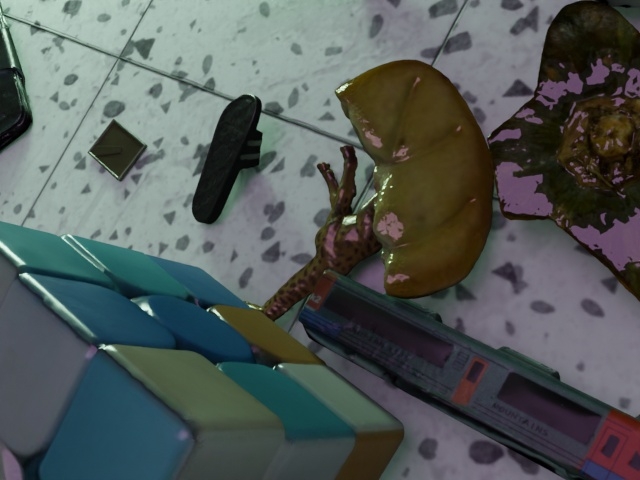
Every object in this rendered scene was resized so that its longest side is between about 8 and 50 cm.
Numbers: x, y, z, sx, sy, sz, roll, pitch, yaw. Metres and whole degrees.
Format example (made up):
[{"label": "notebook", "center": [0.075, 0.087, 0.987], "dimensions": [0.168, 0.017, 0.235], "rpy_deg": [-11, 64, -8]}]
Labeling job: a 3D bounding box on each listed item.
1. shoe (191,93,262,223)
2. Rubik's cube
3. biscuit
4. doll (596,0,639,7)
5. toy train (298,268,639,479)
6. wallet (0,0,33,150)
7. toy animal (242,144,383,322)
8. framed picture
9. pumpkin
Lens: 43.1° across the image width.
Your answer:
[{"label": "shoe", "center": [-0.111, -0.103, 1.049], "dimensions": [0.071, 0.049, 0.179], "rpy_deg": [36, 108, 44]}, {"label": "Rubik's cube", "center": [-0.192, 0.222, 0.763], "dimensions": [0.346, 0.344, 0.347], "rpy_deg": [34, 97, 31]}, {"label": "biscuit", "center": [0.114, -0.079, 0.889], "dimensions": [0.154, 0.045, 0.299], "rpy_deg": [-9, 62, -7]}, {"label": "doll", "center": [0.325, -0.333, 0.875], "dimensions": [0.110, 0.107, 0.181], "rpy_deg": [8, 79, -9]}, {"label": "toy train", "center": [0.162, 0.141, 0.788], "dimensions": [0.409, 0.086, 0.089], "rpy_deg": [24, 81, 32]}, {"label": "wallet", "center": [-0.573, -0.271, 1.347], "dimensions": [0.172, 0.045, 0.318], "rpy_deg": [-32, 61, 15]}, {"label": "toy animal", "center": [0.007, 0.004, 0.942], "dimensions": [0.149, 0.054, 0.275], "rpy_deg": [23, 84, 34]}, {"label": "framed picture", "center": [-0.295, -0.132, 1.173], "dimensions": [0.089, 0.006, 0.066], "rpy_deg": [37, 90, 33]}, {"label": "pumpkin", "center": [0.296, -0.098, 0.806], "dimensions": [0.290, 0.095, 0.258], "rpy_deg": [36, 86, 29]}]
